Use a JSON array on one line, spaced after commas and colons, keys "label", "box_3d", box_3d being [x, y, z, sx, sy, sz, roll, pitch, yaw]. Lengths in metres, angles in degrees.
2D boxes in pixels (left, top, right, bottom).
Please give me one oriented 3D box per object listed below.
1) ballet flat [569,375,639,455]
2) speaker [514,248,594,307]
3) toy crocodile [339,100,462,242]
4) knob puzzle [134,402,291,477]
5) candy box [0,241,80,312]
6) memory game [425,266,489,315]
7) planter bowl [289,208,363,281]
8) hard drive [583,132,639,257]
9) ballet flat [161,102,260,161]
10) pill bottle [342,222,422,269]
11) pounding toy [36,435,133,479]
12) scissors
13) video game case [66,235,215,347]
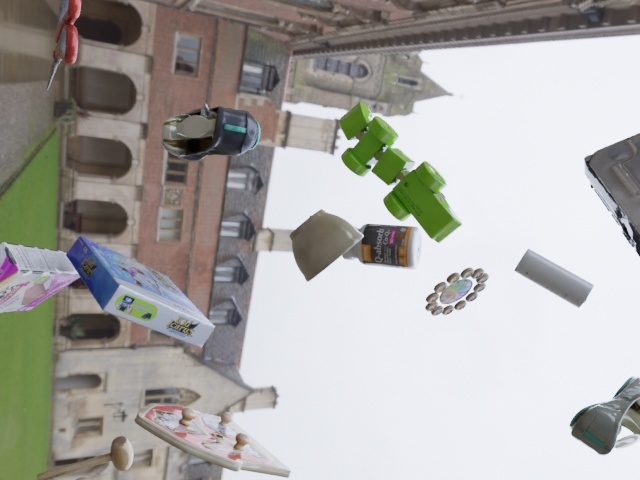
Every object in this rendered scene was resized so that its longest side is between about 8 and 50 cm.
[{"label": "ballet flat", "box_3d": [0.439, 0.257, 0.722, 0.068, 0.213, 0.072, 38, -56, 43]}, {"label": "speaker", "box_3d": [0.451, 0.073, 0.963, 0.136, 0.055, 0.055, 33, -57, 23]}, {"label": "toy crocodile", "box_3d": [0.153, -0.142, 0.999, 0.340, 0.105, 0.115, 50, -62, 16]}, {"label": "knob puzzle", "box_3d": [-0.153, 0.250, 0.666, 0.213, 0.213, 0.030, 3, -113, 65]}, {"label": "candy box", "box_3d": [-0.640, 0.085, 1.049, 0.071, 0.159, 0.233, 57, 0, 8]}, {"label": "memory game", "box_3d": [0.354, 0.136, 1.293, 0.012, 0.186, 0.186, 62, -39, 40]}, {"label": "planter bowl", "box_3d": [0.000, 0.000, 1.101, 0.109, 0.162, 0.162, 51, -33, 2]}, {"label": "hard drive", "box_3d": [0.563, -0.089, 0.640, 0.339, 0.064, 0.237, -23, -131, 16]}, {"label": "ballet flat", "box_3d": [-0.160, -0.139, 0.635, 0.203, 0.074, 0.074, 8, -85, 47]}, {"label": "pill bottle", "box_3d": [0.227, 0.019, 1.853, 0.278, 0.162, 0.162, 4, -89, 22]}, {"label": "pounding toy", "box_3d": [-0.403, 0.472, 0.818, 0.155, 0.269, 0.154, 8, -57, 29]}, {"label": "scissors", "box_3d": [-0.423, -0.318, 0.810, 0.297, 0.021, 0.109, 7, -83, 56]}, {"label": "video game case", "box_3d": [-0.386, 0.107, 1.067, 0.269, 0.244, 0.061, 30, -96, 45]}]
